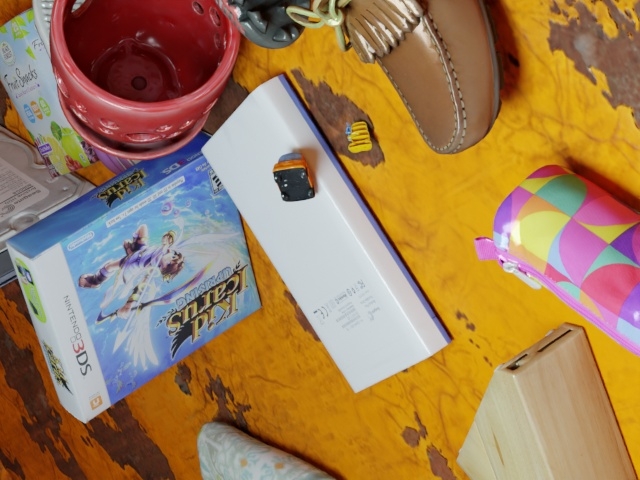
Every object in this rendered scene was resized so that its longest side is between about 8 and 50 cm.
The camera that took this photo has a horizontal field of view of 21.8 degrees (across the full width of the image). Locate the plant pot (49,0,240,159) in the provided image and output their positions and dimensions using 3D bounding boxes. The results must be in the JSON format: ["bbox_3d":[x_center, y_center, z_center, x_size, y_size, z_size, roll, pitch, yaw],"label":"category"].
[{"bbox_3d":[-0.188,-0.189,1.721,0.191,0.191,0.174,56,161,7],"label":"plant pot"}]

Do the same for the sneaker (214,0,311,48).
[{"bbox_3d":[-0.102,-0.289,1.554,0.276,0.097,0.135,58,155,6],"label":"sneaker"}]

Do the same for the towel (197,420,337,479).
[{"bbox_3d":[-0.020,0.436,2.215,0.320,0.090,0.374,11,127,57],"label":"towel"}]

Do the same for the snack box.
[{"bbox_3d":[-0.342,-0.192,2.132,0.207,0.070,0.174,64,155,-7],"label":"snack box"}]

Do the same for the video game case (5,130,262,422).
[{"bbox_3d":[-0.204,0.041,1.900,0.061,0.269,0.244,31,144,41],"label":"video game case"}]

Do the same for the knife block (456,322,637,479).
[{"bbox_3d":[0.242,0.239,1.517,0.242,0.088,0.276,47,152,21],"label":"knife block"}]

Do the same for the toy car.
[{"bbox_3d":[0.007,-0.078,1.626,0.060,0.122,0.041,43,-145,-47],"label":"toy car"}]

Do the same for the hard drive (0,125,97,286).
[{"bbox_3d":[-0.473,-0.047,2.337,0.339,0.237,0.064,31,144,46],"label":"hard drive"}]

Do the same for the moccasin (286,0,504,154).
[{"bbox_3d":[0.020,-0.236,1.328,0.380,0.147,0.139,63,155,-8],"label":"moccasin"}]

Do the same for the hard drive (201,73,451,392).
[{"bbox_3d":[0.000,0.000,1.750,0.319,0.040,0.210,58,155,2],"label":"hard drive"}]

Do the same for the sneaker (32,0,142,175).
[{"bbox_3d":[-0.268,-0.184,1.975,0.282,0.102,0.161,61,158,-6],"label":"sneaker"}]

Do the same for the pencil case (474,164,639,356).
[{"bbox_3d":[0.235,0.032,1.289,0.236,0.104,0.104,34,146,40],"label":"pencil case"}]
